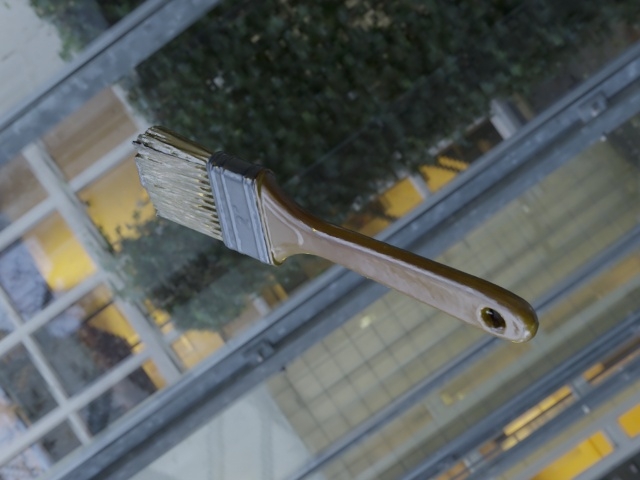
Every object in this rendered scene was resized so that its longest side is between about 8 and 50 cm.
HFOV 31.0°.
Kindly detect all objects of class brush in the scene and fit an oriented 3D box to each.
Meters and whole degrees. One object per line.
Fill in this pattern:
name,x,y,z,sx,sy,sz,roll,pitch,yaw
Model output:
brush,0.000,0.000,0.397,0.170,0.014,0.043,23,141,33
